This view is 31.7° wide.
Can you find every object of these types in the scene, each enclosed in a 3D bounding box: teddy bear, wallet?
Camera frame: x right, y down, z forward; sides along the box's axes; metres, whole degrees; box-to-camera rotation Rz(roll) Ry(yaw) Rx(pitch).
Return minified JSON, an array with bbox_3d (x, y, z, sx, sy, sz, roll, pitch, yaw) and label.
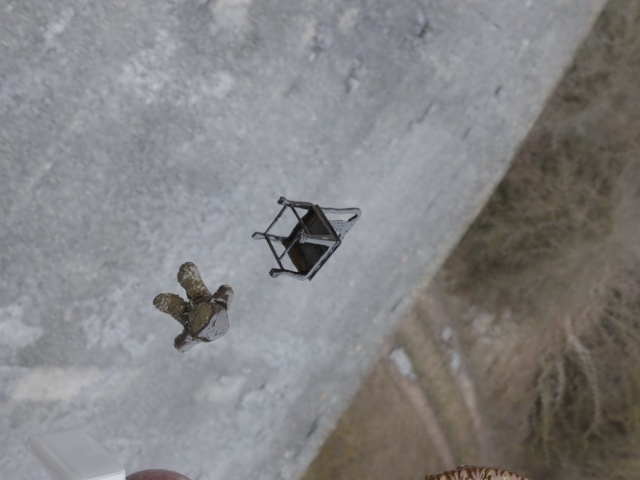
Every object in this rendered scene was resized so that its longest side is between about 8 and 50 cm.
[{"bbox_3d":[-0.175,0.107,1.645,0.119,0.160,0.078,-48,125,-3],"label":"teddy bear"},{"bbox_3d":[-0.353,0.317,1.620,0.095,0.190,0.033,-6,105,-31],"label":"wallet"}]

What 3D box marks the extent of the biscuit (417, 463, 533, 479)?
[{"bbox_3d":[0.217,0.459,1.598,0.305,0.305,0.038,-59,-172,11],"label":"biscuit"}]

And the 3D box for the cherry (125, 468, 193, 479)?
[{"bbox_3d":[-0.262,0.471,1.723,0.236,0.285,0.213,-59,148,-1],"label":"cherry"}]

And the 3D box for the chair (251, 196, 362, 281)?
[{"bbox_3d":[0.000,0.000,2.036,0.229,0.113,0.106,7,132,-44],"label":"chair"}]
